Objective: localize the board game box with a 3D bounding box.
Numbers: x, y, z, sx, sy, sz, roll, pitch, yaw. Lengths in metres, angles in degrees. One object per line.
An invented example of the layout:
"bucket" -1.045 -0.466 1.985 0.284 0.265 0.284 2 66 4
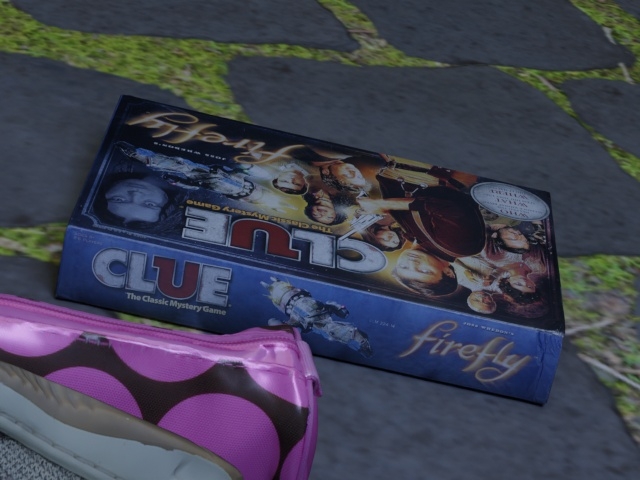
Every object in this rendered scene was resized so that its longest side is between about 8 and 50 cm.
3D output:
"board game box" 0.000 0.000 0.945 0.243 0.042 0.165 12 27 -3

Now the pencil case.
"pencil case" -0.101 0.057 0.728 0.209 0.098 0.095 10 27 -9

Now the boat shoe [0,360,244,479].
"boat shoe" -0.134 0.078 0.568 0.103 0.092 0.285 2 -16 37
